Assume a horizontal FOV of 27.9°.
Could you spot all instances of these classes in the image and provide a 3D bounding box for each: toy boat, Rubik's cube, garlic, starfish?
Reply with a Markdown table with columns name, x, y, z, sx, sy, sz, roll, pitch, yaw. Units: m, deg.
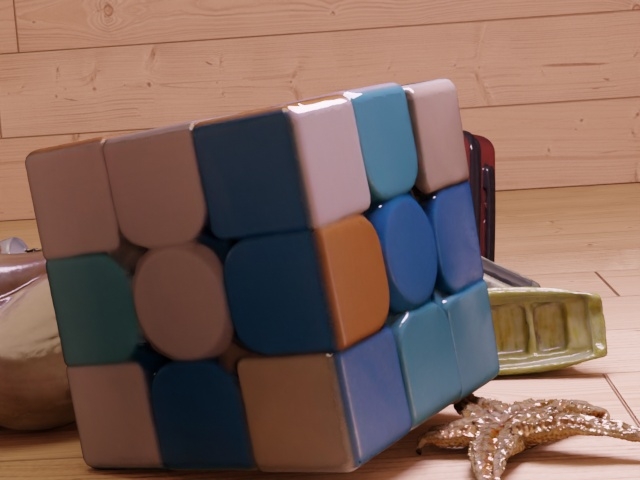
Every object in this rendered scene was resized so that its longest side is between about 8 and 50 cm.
| name | x | y | z | sx | sy | sz | roll | pitch | yaw |
| --- | --- | --- | --- | --- | --- | --- | --- | --- | --- |
| toy boat | 0.215 | 0.114 | 1.613 | 0.276 | 0.111 | 0.084 | -6 | 2 | 9 |
| Rubik's cube | -0.050 | 0.031 | 1.359 | 0.347 | 0.347 | 0.344 | -8 | 7 | 34 |
| garlic | -0.380 | 0.110 | 1.494 | 0.340 | 0.246 | 0.231 | 10 | 9 | -39 |
| starfish | 0.210 | 0.188 | 1.287 | 0.231 | 0.048 | 0.295 | -4 | 7 | 3 |

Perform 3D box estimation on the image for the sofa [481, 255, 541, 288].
| name | x | y | z | sx | sy | sz | roll | pitch | yaw |
| --- | --- | --- | --- | --- | --- | --- | --- | --- | --- |
| sofa | 0.190 | 0.113 | 1.764 | 0.225 | 0.176 | 0.210 | 25 | 10 | 1 |

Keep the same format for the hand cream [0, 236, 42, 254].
| name | x | y | z | sx | sy | sz | roll | pitch | yaw |
| --- | --- | --- | --- | --- | --- | --- | --- | --- | --- |
| hand cream | -0.506 | 0.059 | 1.687 | 0.340 | 0.078 | 0.124 | -12 | 9 | 9 |

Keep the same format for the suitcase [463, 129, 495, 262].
| name | x | y | z | sx | sy | sz | roll | pitch | yaw |
| --- | --- | --- | --- | --- | --- | --- | --- | --- | --- |
| suitcase | 0.150 | -0.024 | 1.988 | 0.236 | 0.297 | 0.161 | 3 | 2 | 38 |
